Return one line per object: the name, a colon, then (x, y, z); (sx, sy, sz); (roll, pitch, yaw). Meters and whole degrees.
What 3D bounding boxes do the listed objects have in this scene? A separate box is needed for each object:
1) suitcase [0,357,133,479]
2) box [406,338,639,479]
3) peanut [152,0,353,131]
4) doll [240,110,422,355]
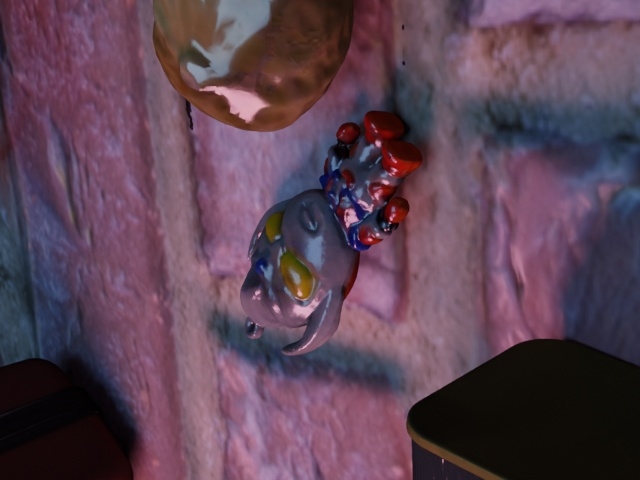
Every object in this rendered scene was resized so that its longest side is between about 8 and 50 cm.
suitcase: (-0.305, 0.256, 1.157); (0.161, 0.236, 0.297); (49, 133, 21)
box: (0.154, 0.141, 0.726); (0.201, 0.144, 0.090); (21, 121, 38)
peanut: (-0.040, -0.152, 0.846); (0.140, 0.109, 0.159); (30, 112, 20)
doll: (0.000, 0.001, 0.891); (0.104, 0.062, 0.195); (50, 126, 19)
